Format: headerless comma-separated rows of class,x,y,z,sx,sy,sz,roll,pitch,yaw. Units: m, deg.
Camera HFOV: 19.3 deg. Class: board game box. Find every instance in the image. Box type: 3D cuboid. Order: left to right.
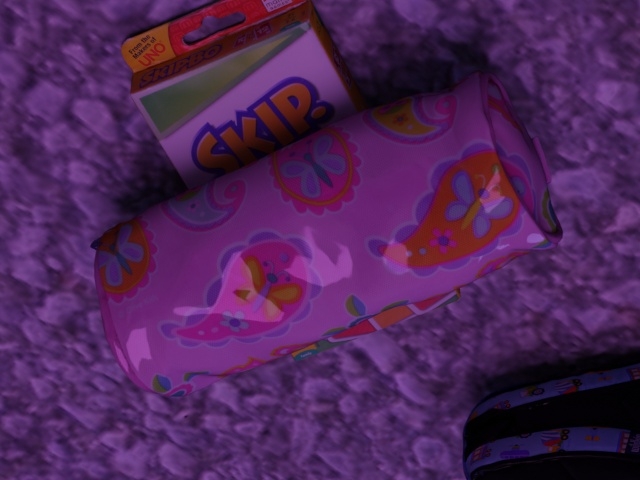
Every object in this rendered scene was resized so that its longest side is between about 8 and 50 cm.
board game box,-0.017,-0.041,1.205,0.124,0.039,0.259,-22,121,14

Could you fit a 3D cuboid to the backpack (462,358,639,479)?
backpack,0.186,0.158,1.274,0.173,0.158,0.117,-7,119,8

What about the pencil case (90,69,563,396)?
pencil case,0.000,0.000,1.146,0.284,0.124,0.124,-24,123,17
